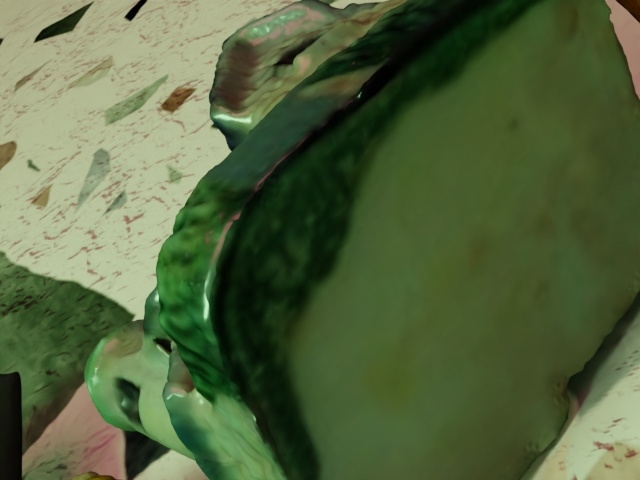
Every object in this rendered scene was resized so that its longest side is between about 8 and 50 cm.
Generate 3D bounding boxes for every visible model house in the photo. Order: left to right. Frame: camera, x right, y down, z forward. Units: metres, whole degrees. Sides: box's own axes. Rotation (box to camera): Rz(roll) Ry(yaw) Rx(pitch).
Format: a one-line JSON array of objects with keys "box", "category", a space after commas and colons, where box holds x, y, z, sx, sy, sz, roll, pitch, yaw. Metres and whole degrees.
[{"box": [0.002, 0.001, 0.725, 0.298, 0.243, 0.284, -44, 28, -24], "category": "model house"}]

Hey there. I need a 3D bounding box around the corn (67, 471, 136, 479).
[{"box": [-0.070, 0.207, 0.658, 0.322, 0.119, 0.119, 14, 60, 52], "category": "corn"}]

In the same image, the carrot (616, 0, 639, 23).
[{"box": [0.308, -0.179, 0.668, 0.331, 0.214, 0.193, -46, 50, -6], "category": "carrot"}]

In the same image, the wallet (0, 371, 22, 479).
[{"box": [-0.245, 0.256, 0.796, 0.197, 0.051, 0.377, -52, 28, 21], "category": "wallet"}]
